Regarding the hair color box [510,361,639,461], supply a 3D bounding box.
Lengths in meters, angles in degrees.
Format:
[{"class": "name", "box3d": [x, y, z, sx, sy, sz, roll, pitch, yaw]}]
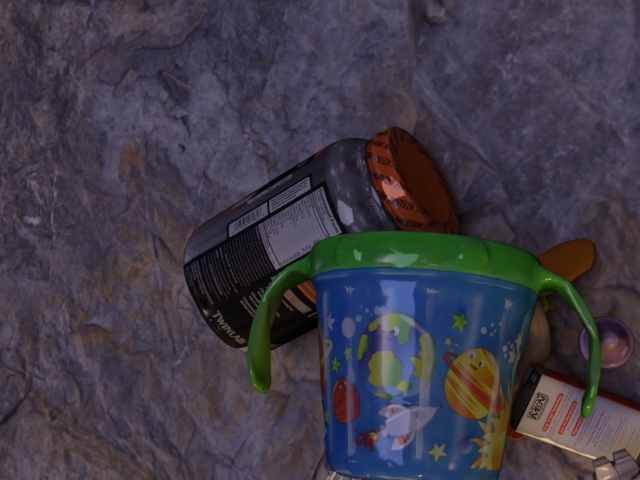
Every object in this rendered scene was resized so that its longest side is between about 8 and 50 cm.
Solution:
[{"class": "hair color box", "box3d": [0.281, 0.191, 0.929, 0.141, 0.043, 0.072, 22, 99, -10]}]

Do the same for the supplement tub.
[{"class": "supplement tub", "box3d": [0.000, 0.000, 1.073, 0.316, 0.193, 0.193, -29, 72, 26]}]

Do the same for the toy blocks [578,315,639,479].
[{"class": "toy blocks", "box3d": [0.385, 0.145, 0.742, 0.309, 0.260, 0.288, -22, 75, 8]}]

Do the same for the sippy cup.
[{"class": "sippy cup", "box3d": [0.096, 0.124, 0.845, 0.305, 0.240, 0.224, -10, 72, 48]}]

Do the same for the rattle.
[{"class": "rattle", "box3d": [0.256, 0.114, 1.005, 0.130, 0.143, 0.200, -3, 108, 52]}]

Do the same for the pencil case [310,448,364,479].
[{"class": "pencil case", "box3d": [0.030, 0.353, 1.034, 0.160, 0.183, 0.410, 28, 100, 31]}]
